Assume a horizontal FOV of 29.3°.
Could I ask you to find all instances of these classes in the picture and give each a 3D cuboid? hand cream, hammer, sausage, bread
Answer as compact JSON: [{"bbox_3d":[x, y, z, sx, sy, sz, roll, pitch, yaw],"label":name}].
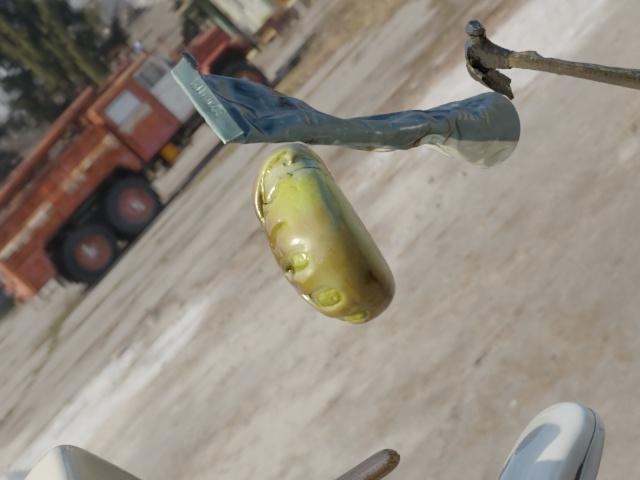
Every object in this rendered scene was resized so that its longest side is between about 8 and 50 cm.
[{"bbox_3d":[0.031,-0.077,0.747,0.075,0.248,0.052,21,103,51],"label":"hand cream"},{"bbox_3d":[0.285,-0.159,1.190,0.125,0.297,0.027,61,-138,-66],"label":"hammer"},{"bbox_3d":[0.026,0.231,1.157,0.116,0.026,0.026,-36,13,17],"label":"sausage"},{"bbox_3d":[0.000,0.000,1.324,0.104,0.213,0.213,-35,11,4],"label":"bread"}]

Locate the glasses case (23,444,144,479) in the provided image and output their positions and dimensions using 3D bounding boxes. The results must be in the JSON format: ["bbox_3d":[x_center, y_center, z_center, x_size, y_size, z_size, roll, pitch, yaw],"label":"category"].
[{"bbox_3d":[0.025,0.202,0.467,0.076,0.336,0.144,-56,20,-1],"label":"glasses case"}]

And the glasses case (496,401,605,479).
[{"bbox_3d":[0.152,0.206,0.894,0.076,0.049,0.197,-26,33,60],"label":"glasses case"}]
